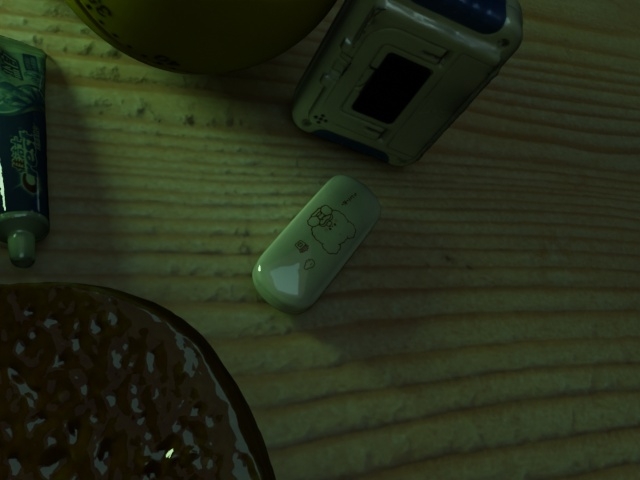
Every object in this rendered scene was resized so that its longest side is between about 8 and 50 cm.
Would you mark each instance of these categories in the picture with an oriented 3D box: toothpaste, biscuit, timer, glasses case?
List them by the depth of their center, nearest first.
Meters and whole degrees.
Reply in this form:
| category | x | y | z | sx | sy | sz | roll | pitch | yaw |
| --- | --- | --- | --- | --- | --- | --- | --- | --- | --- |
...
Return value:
| category | x | y | z | sx | sy | sz | roll | pitch | yaw |
| --- | --- | --- | --- | --- | --- | --- | --- | --- | --- |
| biscuit | -0.189 | 0.225 | 0.436 | 0.350 | 0.070 | 0.394 | -11 | 76 | -10 |
| toothpaste | -0.289 | -0.094 | 0.629 | 0.069 | 0.047 | 0.268 | -9 | 62 | -17 |
| timer | -0.151 | -0.355 | 0.698 | 0.376 | 0.376 | 0.387 | -21 | 30 | -34 |
| glasses case | 0.000 | 0.000 | 0.713 | 0.074 | 0.049 | 0.193 | 41 | 53 | 0 |
| timer | 0.085 | -0.185 | 0.738 | 0.178 | 0.253 | 0.078 | 18 | 56 | -16 |
